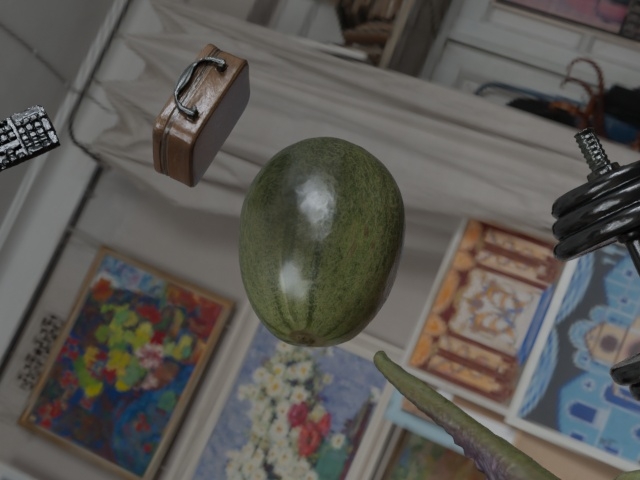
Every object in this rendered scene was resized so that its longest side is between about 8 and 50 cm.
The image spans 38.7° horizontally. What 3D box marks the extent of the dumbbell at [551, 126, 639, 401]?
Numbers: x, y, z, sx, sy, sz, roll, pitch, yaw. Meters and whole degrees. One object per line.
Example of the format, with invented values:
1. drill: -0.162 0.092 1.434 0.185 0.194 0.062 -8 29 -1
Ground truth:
1. dumbbell: 0.202 0.027 0.543 0.099 0.208 0.099 -23 -10 -4

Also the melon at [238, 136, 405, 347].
1. melon: 0.000 0.000 1.342 0.248 0.248 0.329 87 -171 -56

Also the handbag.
1. handbag: -0.175 -0.187 1.343 0.193 0.072 0.151 -60 -8 -23

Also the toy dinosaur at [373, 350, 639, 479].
1. toy dinosaur: 0.110 0.153 0.462 0.072 0.200 0.251 0 -111 -45

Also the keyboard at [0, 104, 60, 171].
1. keyboard: -0.365 -0.082 0.928 0.195 0.060 0.018 -27 -23 -16
